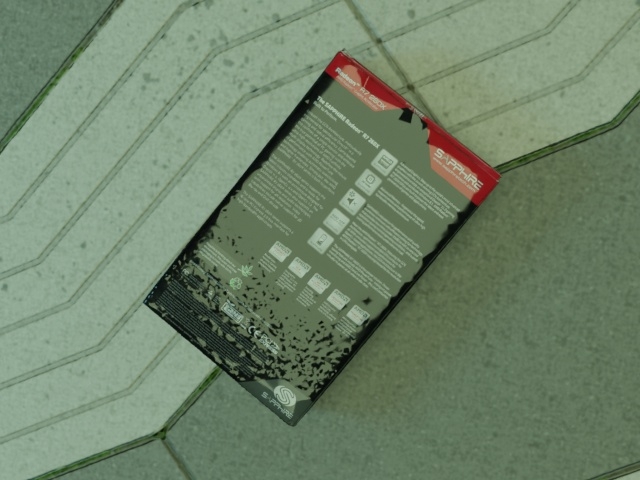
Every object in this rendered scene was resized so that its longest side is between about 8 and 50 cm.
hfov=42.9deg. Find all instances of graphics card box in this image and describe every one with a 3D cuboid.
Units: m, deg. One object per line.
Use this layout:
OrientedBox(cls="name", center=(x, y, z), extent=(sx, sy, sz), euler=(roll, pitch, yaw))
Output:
OrientedBox(cls="graphics card box", center=(0.000, 0.000, 0.942), extent=(0.232, 0.094, 0.371), euler=(38, 96, 1))
